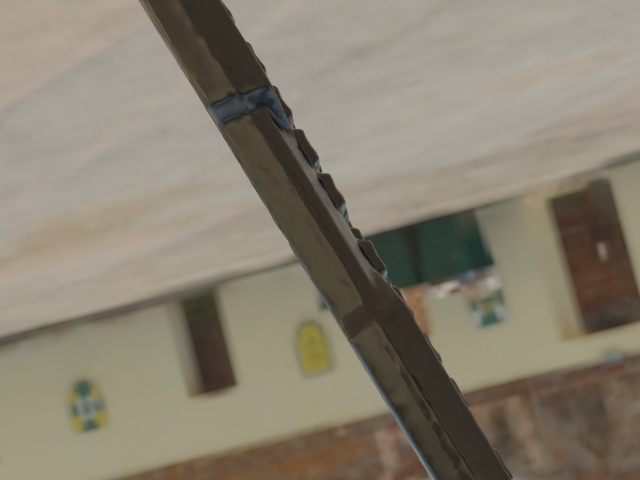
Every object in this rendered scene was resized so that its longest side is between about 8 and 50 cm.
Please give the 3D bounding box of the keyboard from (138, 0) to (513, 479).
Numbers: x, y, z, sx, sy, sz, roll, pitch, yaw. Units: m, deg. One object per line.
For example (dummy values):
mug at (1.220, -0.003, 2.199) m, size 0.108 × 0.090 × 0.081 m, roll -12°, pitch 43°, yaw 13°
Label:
keyboard at (0.000, 0.000, 0.420) m, size 0.016 × 0.262 × 0.106 m, roll -32°, pitch 171°, yaw -1°
